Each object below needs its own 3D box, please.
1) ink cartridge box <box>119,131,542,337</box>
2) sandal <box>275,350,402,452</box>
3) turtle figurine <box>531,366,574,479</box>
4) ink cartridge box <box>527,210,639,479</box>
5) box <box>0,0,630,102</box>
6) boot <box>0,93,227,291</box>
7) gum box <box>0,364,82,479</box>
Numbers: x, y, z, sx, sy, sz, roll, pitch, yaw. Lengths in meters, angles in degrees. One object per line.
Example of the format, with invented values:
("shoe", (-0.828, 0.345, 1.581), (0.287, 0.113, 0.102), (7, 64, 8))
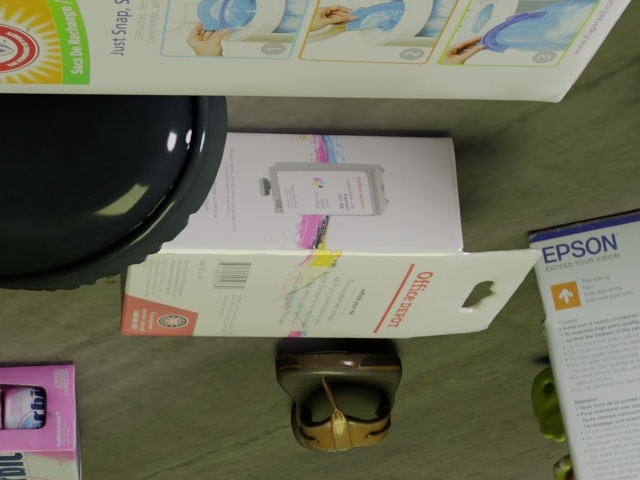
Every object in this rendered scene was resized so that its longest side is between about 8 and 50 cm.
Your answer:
("ink cartridge box", (0.000, 0.000, 0.702), (0.198, 0.067, 0.115), (2, 156, -11))
("sandal", (0.011, 0.127, 0.996), (0.090, 0.060, 0.219), (-3, 156, -5))
("turtle figurine", (0.271, 0.135, 1.034), (0.270, 0.087, 0.217), (-13, 149, 37))
("ink cartridge box", (0.246, 0.083, 0.782), (0.223, 0.224, 0.045), (-11, 178, 16))
("box", (-0.019, -0.112, 0.388), (0.203, 0.114, 0.103), (-1, 157, -12))
("boot", (-0.189, -0.041, 0.536), (0.246, 0.094, 0.207), (-12, 160, 30))
("gum box", (-0.226, 0.145, 0.986), (0.107, 0.062, 0.188), (-1, 156, -9))
